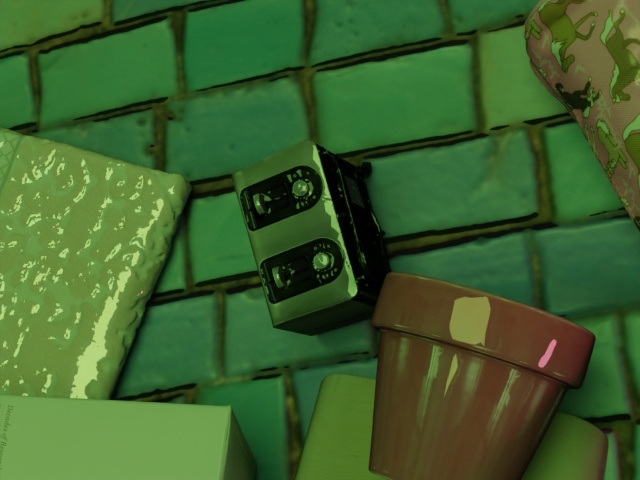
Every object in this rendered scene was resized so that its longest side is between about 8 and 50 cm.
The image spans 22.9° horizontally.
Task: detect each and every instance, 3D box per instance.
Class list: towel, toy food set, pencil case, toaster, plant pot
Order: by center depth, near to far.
[{"bbox_3d":[0.130,0.142,1.433,0.201,0.201,0.180,14,84,22],"label":"plant pot"},{"bbox_3d":[0.342,-0.091,1.504,0.167,0.160,0.386,-17,66,-20],"label":"pencil case"},{"bbox_3d":[0.110,0.264,1.530,0.306,0.092,0.220,8,66,20],"label":"toy food set"},{"bbox_3d":[0.000,0.000,1.594,0.110,0.185,0.168,-19,77,16],"label":"toaster"},{"bbox_3d":[-0.335,0.044,1.758,0.316,0.053,0.332,17,82,23],"label":"towel"}]

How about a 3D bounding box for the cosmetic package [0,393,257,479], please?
[{"bbox_3d":[-0.257,0.252,1.548,0.365,0.197,0.155,2,65,5],"label":"cosmetic package"}]
